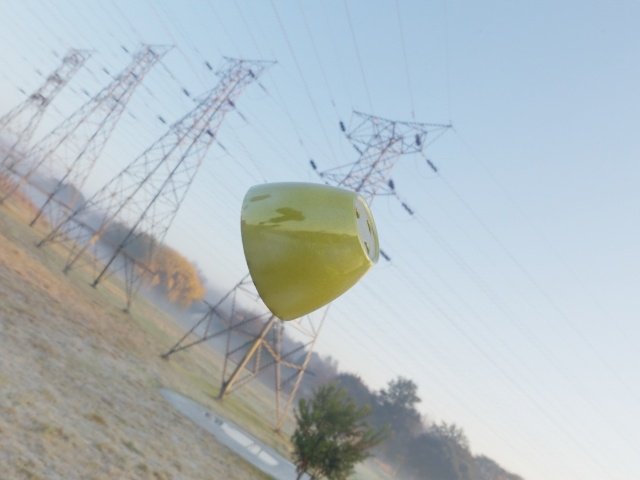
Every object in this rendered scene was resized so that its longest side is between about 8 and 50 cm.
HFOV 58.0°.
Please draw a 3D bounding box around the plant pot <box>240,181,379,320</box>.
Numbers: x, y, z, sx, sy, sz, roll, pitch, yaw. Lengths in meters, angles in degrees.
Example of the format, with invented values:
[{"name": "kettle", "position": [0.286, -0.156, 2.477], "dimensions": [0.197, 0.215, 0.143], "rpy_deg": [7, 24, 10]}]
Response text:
[{"name": "plant pot", "position": [0.000, 0.000, 0.540], "dimensions": [0.095, 0.134, 0.134], "rpy_deg": [-15, -36, 19]}]
